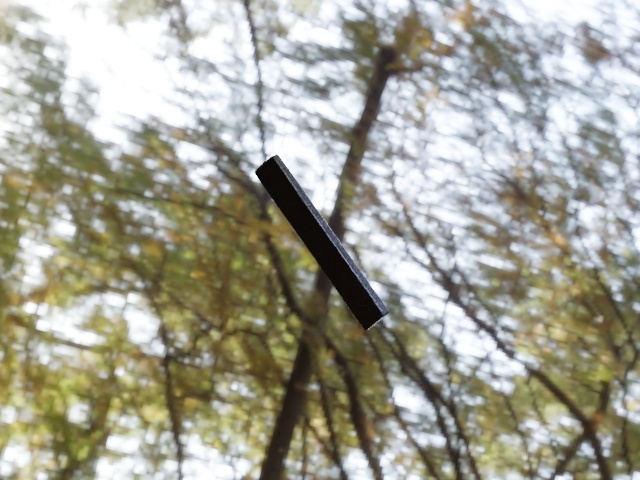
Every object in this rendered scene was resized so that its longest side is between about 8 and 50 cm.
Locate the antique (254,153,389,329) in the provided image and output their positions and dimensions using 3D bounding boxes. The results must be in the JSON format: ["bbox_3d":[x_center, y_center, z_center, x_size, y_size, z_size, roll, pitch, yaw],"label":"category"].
[{"bbox_3d":[0.000,0.000,1.084,0.192,0.015,0.031,54,-50,11],"label":"antique"}]
